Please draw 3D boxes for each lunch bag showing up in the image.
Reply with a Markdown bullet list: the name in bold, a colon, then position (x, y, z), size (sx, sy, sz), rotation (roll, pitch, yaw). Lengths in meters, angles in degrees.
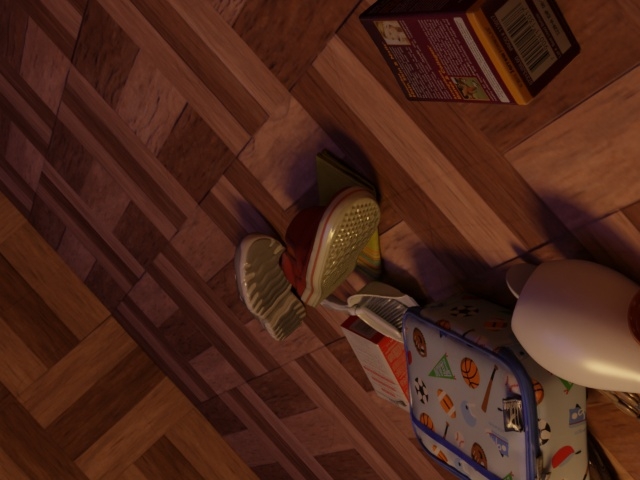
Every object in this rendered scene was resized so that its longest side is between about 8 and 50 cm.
- **lunch bag**: position (0.216, 0.210, 1.694), size (0.303, 0.115, 0.243), rotation (32, 131, 59)

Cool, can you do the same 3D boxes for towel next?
- **towel**: position (0.043, -0.030, 1.870), size (0.102, 0.021, 0.237), rotation (33, 156, 22)

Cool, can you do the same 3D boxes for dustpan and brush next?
- **dustpan and brush**: position (0.072, 0.101, 1.964), size (0.211, 0.060, 0.147), rotation (28, 164, 45)

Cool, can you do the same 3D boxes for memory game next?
- **memory game**: position (0.375, 0.203, 1.532), size (0.186, 0.012, 0.186), rotation (38, 177, 2)

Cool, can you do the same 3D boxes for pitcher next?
- **pitcher**: position (0.313, 0.111, 1.427), size (0.207, 0.125, 0.178), rotation (26, 166, 23)

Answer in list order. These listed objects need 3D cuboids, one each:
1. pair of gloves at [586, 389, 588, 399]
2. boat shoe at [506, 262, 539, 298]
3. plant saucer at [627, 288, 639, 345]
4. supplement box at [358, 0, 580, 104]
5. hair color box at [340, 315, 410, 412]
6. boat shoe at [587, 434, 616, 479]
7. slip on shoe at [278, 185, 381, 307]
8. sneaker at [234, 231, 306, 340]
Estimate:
- **pair of gloves**: position (0.301, 0.159, 1.693), size (0.074, 0.010, 0.083), rotation (32, 153, 42)
- **boat shoe**: position (0.270, 0.076, 1.541), size (0.142, 0.049, 0.040), rotation (33, 157, 30)
- **plant saucer**: position (0.342, 0.077, 1.329), size (0.083, 0.083, 0.013), rotation (39, 165, 25)
- **supplement box**: position (0.134, -0.190, 1.257), size (0.104, 0.081, 0.188), rotation (56, 159, -24)
- **hair color box**: position (0.105, 0.187, 2.107), size (0.093, 0.053, 0.167), rotation (24, 149, 47)
- **boat shoe**: position (0.355, 0.343, 1.818), size (0.103, 0.092, 0.285), rotation (-2, 129, 41)
- **slip on shoe**: position (0.000, 0.000, 1.825), size (0.101, 0.123, 0.331), rotation (45, 163, 7)
- **sneaker**: position (-0.109, 0.068, 2.255), size (0.115, 0.105, 0.281), rotation (38, 159, 26)
